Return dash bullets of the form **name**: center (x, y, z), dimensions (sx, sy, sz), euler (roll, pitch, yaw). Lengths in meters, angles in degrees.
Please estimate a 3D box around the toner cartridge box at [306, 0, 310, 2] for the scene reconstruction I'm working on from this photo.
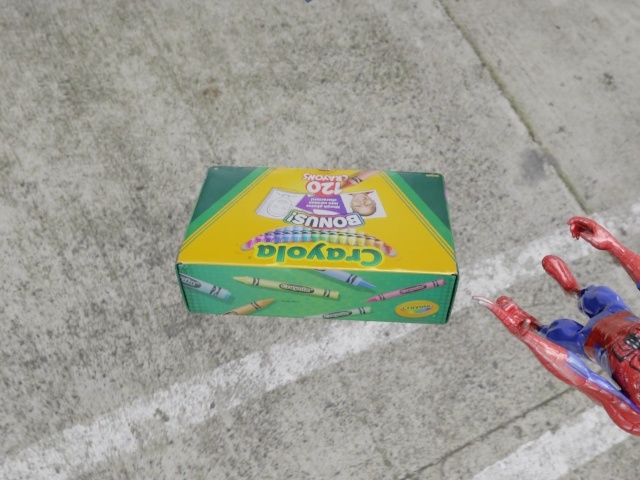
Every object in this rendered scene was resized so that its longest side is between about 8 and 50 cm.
- **toner cartridge box**: center (0.102, -0.492, 0.780), dimensions (0.075, 0.165, 0.348), euler (46, 76, -21)

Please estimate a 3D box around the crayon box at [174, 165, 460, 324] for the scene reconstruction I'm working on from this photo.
- **crayon box**: center (0.000, 0.000, 0.621), dimensions (0.279, 0.081, 0.165), euler (2, 43, 3)

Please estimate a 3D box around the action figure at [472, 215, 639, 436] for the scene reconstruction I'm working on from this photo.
- **action figure**: center (0.169, 0.039, 0.390), dimensions (0.139, 0.280, 0.091), euler (44, 96, -3)
